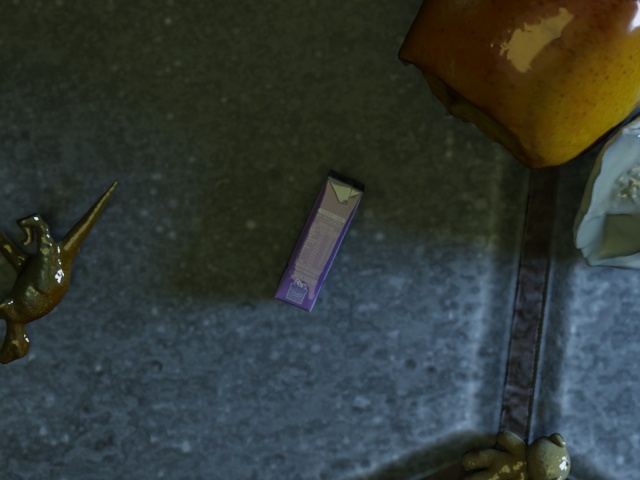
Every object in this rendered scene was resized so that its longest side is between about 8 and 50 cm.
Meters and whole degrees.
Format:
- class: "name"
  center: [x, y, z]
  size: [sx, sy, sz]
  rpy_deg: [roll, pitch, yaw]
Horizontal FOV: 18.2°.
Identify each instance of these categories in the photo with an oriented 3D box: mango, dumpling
- class: "mango"
  center: [0.226, -0.201, 1.571]
  size: [0.350, 0.199, 0.201]
  rpy_deg: [-41, 114, -16]
- class: "dumpling"
  center: [0.281, -0.031, 1.624]
  size: [0.126, 0.216, 0.166]
  rpy_deg: [44, 118, 16]

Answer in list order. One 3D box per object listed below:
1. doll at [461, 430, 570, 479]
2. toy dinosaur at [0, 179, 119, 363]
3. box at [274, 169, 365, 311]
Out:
- class: "doll"
  center: [0.169, 0.193, 1.725]
  size: [0.093, 0.051, 0.061]
  rpy_deg: [-1, 71, 2]
- class: "toy dinosaur"
  center: [-0.231, 0.031, 1.743]
  size: [0.162, 0.039, 0.126]
  rpy_deg: [-18, 107, 3]
- class: "box"
  center: [0.000, 0.000, 1.708]
  size: [0.036, 0.050, 0.117]
  rpy_deg: [24, 102, -1]
